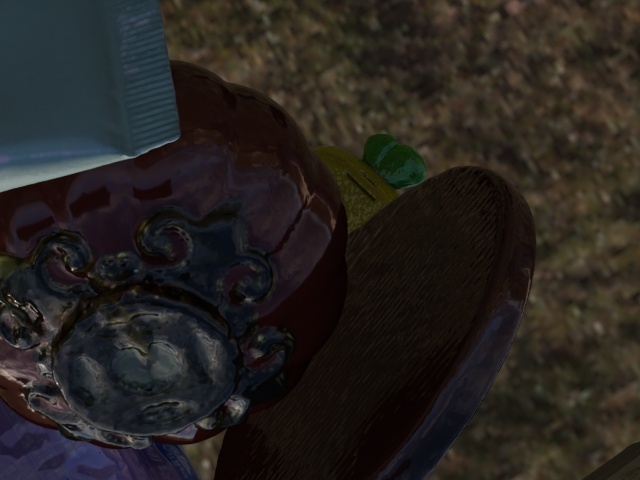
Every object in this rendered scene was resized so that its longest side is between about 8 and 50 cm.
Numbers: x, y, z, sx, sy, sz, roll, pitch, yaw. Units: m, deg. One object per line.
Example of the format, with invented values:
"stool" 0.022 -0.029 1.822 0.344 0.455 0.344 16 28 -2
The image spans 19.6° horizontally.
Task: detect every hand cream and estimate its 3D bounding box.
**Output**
"hand cream" -0.206 -0.018 0.653 0.331 0.085 0.058 -17 149 8

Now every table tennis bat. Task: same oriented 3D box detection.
"table tennis bat" 0.016 0.056 1.140 0.051 0.415 0.268 36 95 -17

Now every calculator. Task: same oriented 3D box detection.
"calculator" 0.000 0.000 1.667 0.235 0.146 0.032 -49 161 8

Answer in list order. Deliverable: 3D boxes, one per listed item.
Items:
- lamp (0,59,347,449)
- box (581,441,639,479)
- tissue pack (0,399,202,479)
"lamp" -0.097 0.006 1.007 0.227 0.227 0.227 -19 146 -14
"box" 0.243 0.193 1.311 0.168 0.071 0.259 -31 177 -22
"tissue pack" -0.211 0.227 1.415 0.242 0.338 0.160 -37 163 12
